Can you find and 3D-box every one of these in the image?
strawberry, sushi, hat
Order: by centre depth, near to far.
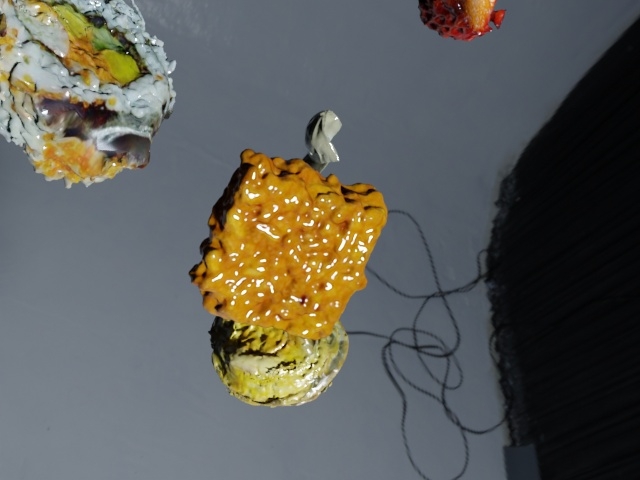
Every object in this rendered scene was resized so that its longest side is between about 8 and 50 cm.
[{"bbox_3d":[0.172,-0.321,0.889,0.145,0.145,0.086,-18,26,-42],"label":"strawberry"},{"bbox_3d":[-0.445,-0.307,1.281,0.417,0.176,0.417,34,41,-36],"label":"sushi"},{"bbox_3d":[-0.029,-0.240,1.808,0.144,0.173,0.166,55,23,-31],"label":"hat"}]

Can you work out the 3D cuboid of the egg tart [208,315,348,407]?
[{"bbox_3d":[-0.092,0.194,1.452,0.297,0.132,0.297,-2,59,3],"label":"egg tart"}]

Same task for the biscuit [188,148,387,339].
[{"bbox_3d":[-0.057,0.018,1.268,0.312,0.318,0.110,18,18,-27],"label":"biscuit"}]
